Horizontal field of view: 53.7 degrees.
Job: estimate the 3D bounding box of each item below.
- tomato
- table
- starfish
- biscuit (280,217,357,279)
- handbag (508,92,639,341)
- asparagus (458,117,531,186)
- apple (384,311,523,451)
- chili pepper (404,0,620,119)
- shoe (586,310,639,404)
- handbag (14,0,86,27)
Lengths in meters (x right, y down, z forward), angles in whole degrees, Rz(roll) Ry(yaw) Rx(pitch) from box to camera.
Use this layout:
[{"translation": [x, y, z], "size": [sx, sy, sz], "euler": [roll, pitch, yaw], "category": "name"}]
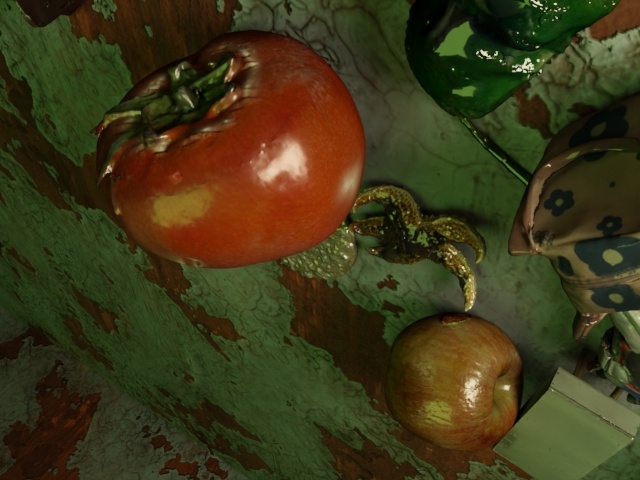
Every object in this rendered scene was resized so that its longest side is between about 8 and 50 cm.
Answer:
[{"translation": [-0.109, -0.101, 0.836], "size": [0.341, 0.341, 0.272], "euler": [12, 150, 37], "category": "tomato"}, {"translation": [0.367, 0.263, 0.942], "size": [0.122, 0.111, 0.240], "euler": [32, 145, 16], "category": "table"}, {"translation": [0.148, 0.004, 0.923], "size": [0.216, 0.071, 0.238], "euler": [49, 156, -20], "category": "starfish"}, {"translation": [0.002, 0.004, 1.095], "size": [0.133, 0.032, 0.250], "euler": [34, 145, 10], "category": "biscuit"}, {"translation": [0.317, -0.027, 0.595], "size": [0.190, 0.193, 0.251], "euler": [46, 147, -14], "category": "handbag"}, {"translation": [0.201, -0.122, 0.769], "size": [0.163, 0.016, 0.016], "euler": [44, 173, -3], "category": "asparagus"}, {"translation": [0.201, 0.212, 0.963], "size": [0.188, 0.211, 0.211], "euler": [8, 134, 43], "category": "apple"}, {"translation": [0.166, -0.221, 0.591], "size": [0.264, 0.116, 0.148], "euler": [-36, 75, 52], "category": "chili pepper"}, {"translation": [0.387, 0.126, 0.778], "size": [0.126, 0.099, 0.227], "euler": [-17, 120, 49], "category": "shoe"}, {"translation": [-0.446, -0.461, 0.995], "size": [0.216, 0.074, 0.203], "euler": [-7, 123, 47], "category": "handbag"}]
